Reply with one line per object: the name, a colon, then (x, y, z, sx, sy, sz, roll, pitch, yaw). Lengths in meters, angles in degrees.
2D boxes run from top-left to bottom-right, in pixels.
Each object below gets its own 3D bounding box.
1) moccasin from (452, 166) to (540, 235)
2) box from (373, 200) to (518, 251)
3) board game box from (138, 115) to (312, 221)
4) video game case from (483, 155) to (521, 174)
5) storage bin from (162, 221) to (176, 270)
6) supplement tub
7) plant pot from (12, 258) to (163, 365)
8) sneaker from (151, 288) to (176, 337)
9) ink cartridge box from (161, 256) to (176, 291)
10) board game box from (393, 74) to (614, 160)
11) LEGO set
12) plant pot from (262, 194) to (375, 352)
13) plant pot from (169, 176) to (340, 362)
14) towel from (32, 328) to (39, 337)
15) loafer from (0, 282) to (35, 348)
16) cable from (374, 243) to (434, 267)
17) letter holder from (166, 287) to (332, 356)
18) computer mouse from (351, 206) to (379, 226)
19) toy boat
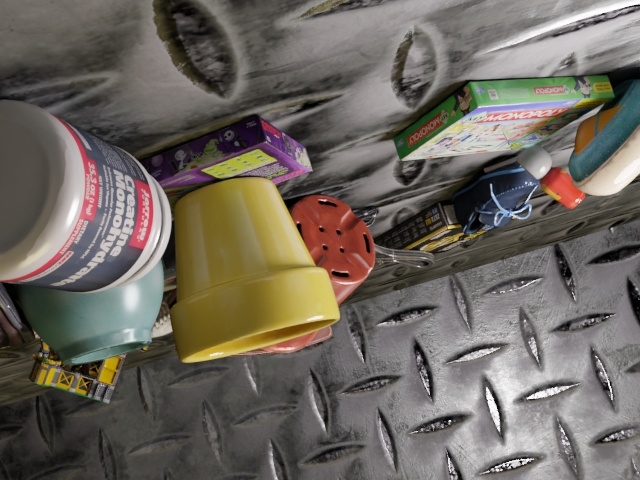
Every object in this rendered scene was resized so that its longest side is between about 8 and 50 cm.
moccasin: (0.414, -0.087, 1.838, 0.137, 0.117, 0.342, -7, 171, -10)
box: (0.334, -0.030, 2.177, 0.257, 0.079, 0.322, -11, 168, -33)
board game box: (-0.205, -0.087, 1.220, 0.346, 0.056, 0.208, -19, 164, 14)
video game case: (0.423, -0.164, 1.814, 0.087, 0.011, 0.122, -20, 168, 19)
storage bin: (-0.204, -0.008, 1.505, 0.180, 0.084, 0.122, -10, 168, -31)
supplement tub: (-0.306, -0.038, 0.932, 0.191, 0.191, 0.272, -18, 169, 11)
plant pot: (-0.437, 0.130, 1.562, 0.293, 0.196, 0.293, -15, 169, -3)
sneaker: (-0.378, 0.160, 2.072, 0.290, 0.106, 0.123, -28, 163, 7)
ink cartridge box: (-0.372, 0.093, 1.831, 0.275, 0.060, 0.239, -17, 168, 6)
board game box: (0.310, -0.207, 1.354, 0.317, 0.046, 0.213, -9, 168, -31)
LEGO set: (-0.601, 0.275, 2.072, 0.254, 0.192, 0.331, 20, 179, -2)
plant pot: (-0.041, 0.055, 1.645, 0.272, 0.272, 0.265, -7, 156, -40)
plant pot: (-0.121, 0.042, 1.234, 0.254, 0.239, 0.254, -16, 169, -3)
towel: (-0.594, 0.182, 1.721, 0.197, 0.029, 0.144, 7, 159, -36)
loafer: (-0.608, 0.139, 1.472, 0.095, 0.109, 0.302, -28, 160, -16)
cable: (0.161, 0.023, 2.097, 0.287, 0.072, 0.139, -3, 149, -7)
letter holder: (-0.151, 0.176, 1.774, 0.301, 0.214, 0.152, -4, 152, -38)
computer mouse: (0.000, 0.000, 1.862, 0.188, 0.072, 0.272, -7, 166, -42)
toy boat: (0.489, -0.169, 1.452, 0.267, 0.148, 0.318, -49, -179, -30)
